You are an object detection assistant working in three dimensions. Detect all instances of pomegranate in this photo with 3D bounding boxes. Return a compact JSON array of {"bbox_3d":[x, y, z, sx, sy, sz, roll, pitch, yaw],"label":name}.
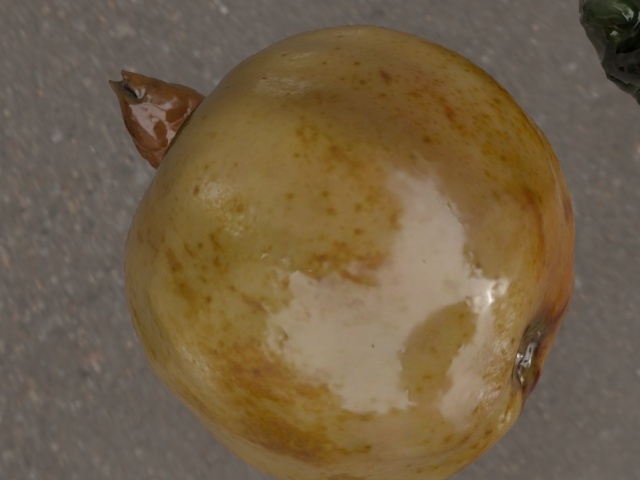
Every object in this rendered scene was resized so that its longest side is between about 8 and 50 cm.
[{"bbox_3d":[0.014,0.009,0.830,0.207,0.207,0.207,-8,115,-18],"label":"pomegranate"}]

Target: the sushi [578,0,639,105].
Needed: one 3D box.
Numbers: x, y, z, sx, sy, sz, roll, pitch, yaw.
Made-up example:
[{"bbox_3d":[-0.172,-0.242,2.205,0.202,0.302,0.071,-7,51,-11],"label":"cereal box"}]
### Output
[{"bbox_3d":[0.275,-0.205,0.958,0.352,0.294,0.178,-20,158,24],"label":"sushi"}]
